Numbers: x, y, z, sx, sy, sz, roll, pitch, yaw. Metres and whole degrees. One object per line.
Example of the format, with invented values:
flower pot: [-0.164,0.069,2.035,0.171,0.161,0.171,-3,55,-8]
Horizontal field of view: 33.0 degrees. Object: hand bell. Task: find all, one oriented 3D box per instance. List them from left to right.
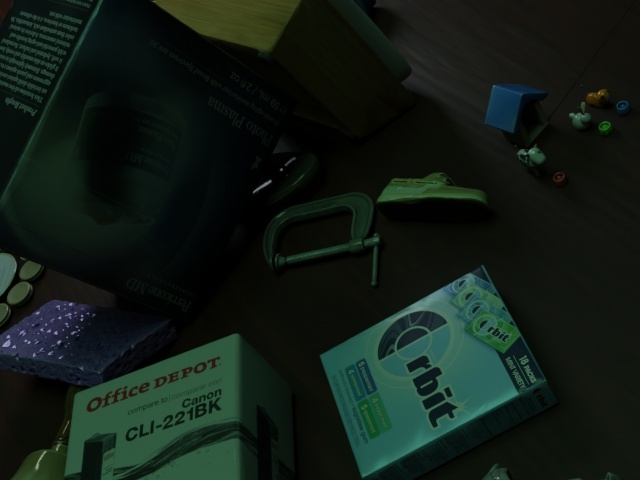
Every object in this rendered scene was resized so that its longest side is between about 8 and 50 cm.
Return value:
hand bell: [-0.273,0.216,1.157,0.126,0.126,0.242,-18,32,19]

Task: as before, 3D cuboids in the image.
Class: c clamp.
c clamp: [0.000,0.000,1.208,0.160,0.022,0.137,-8,49,28]

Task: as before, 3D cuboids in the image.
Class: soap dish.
soap dish: [-0.052,-0.239,1.316,0.290,0.229,0.118,24,79,45]

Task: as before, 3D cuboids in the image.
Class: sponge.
sponge: [-0.279,0.118,1.249,0.210,0.031,0.117,5,30,37]

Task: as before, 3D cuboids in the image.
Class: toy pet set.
toy pet set: [0.239,-0.134,1.136,0.122,0.065,0.114,-48,43,-13]

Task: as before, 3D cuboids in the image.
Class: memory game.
memory game: [-0.448,0.060,1.464,0.186,0.012,0.186,-18,45,20]

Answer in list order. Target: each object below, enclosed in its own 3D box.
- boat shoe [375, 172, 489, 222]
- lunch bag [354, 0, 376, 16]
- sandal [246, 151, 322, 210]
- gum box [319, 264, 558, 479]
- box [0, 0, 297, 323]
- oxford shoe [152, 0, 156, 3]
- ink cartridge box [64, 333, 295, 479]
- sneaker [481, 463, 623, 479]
boat shoe: [0.120,-0.050,1.151,0.135,0.050,0.045,3,60,36]
lunch bag: [0.017,-0.314,1.450,0.098,0.067,0.065,-1,52,35]
sandal: [-0.095,-0.093,1.329,0.219,0.060,0.090,16,63,42]
gum box: [0.104,0.127,1.006,0.184,0.041,0.157,-29,42,7]
box: [-0.227,-0.102,1.197,0.182,0.296,0.294,25,88,44]
oxford shoe: [-0.168,-0.290,1.506,0.348,0.130,0.123,-34,41,3]
ink cartridge box: [-0.132,0.245,1.002,0.197,0.114,0.273,-22,42,17]
sneaker: [0.217,0.222,0.794,0.281,0.105,0.115,4,55,37]
